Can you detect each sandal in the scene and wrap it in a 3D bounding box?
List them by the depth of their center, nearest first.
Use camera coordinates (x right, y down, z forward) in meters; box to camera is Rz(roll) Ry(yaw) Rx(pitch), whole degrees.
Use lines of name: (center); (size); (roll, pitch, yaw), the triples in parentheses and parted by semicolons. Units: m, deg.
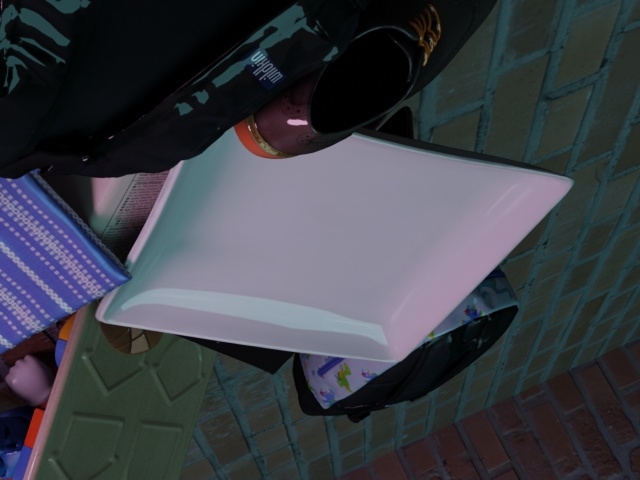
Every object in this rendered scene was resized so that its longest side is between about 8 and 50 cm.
sandal: (-0.230, 0.055, 1.173); (0.072, 0.049, 0.180); (-15, 122, 12)

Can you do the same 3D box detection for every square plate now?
square plate: (0.000, 0.000, 0.970); (0.347, 0.049, 0.344); (10, 141, -23)

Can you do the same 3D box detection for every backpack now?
backpack: (-0.154, -0.167, 0.668); (0.277, 0.213, 0.263); (9, 129, -48)
backpack: (0.131, 0.114, 1.510); (0.290, 0.273, 0.355); (-13, 174, -23)

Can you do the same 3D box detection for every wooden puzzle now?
wooden puzzle: (-0.262, 0.214, 1.337); (0.322, 0.081, 0.347); (29, 81, -62)

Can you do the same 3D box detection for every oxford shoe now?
oxford shoe: (0.062, -0.145, 0.779); (0.271, 0.097, 0.098); (-41, -155, -24)

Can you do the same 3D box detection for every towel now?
towel: (-0.375, 0.037, 0.910); (0.336, 0.040, 0.243); (-29, 124, 14)

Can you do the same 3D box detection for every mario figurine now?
mario figurine: (-0.407, 0.256, 1.382); (0.198, 0.170, 0.320); (-18, 165, 23)

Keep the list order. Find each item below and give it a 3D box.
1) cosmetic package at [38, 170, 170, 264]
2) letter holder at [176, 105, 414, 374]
cosmetic package: (-0.149, -0.084, 0.957); (0.160, 0.113, 0.309); (-6, 148, -38)
letter holder: (-0.035, -0.030, 1.170); (0.152, 0.214, 0.302); (25, 133, -20)
